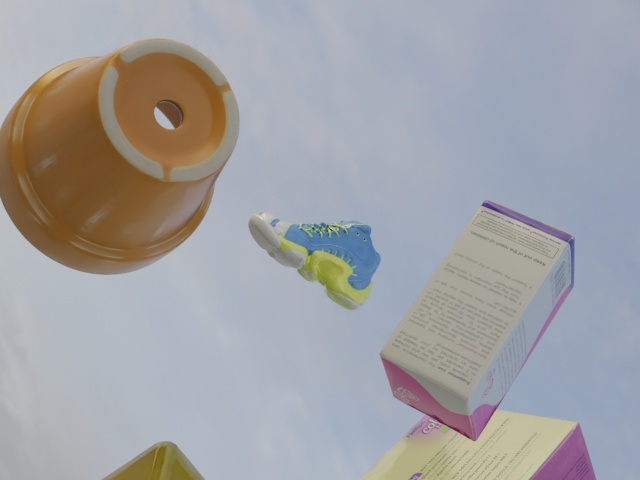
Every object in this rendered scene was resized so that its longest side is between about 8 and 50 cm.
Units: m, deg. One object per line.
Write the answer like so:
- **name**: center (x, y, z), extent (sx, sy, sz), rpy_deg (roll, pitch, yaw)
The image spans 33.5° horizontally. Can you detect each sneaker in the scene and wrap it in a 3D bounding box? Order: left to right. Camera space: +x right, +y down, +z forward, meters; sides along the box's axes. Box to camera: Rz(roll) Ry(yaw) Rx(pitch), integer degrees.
- **sneaker**: center (0.000, 0.000, 1.639), extent (0.240, 0.126, 0.091), rpy_deg (40, -12, -31)

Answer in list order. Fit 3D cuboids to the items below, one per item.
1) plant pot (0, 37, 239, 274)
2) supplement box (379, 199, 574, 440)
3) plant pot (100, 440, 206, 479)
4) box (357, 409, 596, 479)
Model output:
- **plant pot**: center (-0.170, -0.088, 0.960), extent (0.188, 0.205, 0.205), rpy_deg (-25, -90, 58)
- **supplement box**: center (0.173, 0.085, 1.143), extent (0.114, 0.220, 0.111), rpy_deg (25, -25, 26)
- **plant pot**: center (-0.156, 0.336, 0.871), extent (0.212, 0.212, 0.187), rpy_deg (53, 12, -15)
- **box**: center (0.211, 0.338, 1.451), extent (0.243, 0.213, 0.117), rpy_deg (2, -60, 46)
